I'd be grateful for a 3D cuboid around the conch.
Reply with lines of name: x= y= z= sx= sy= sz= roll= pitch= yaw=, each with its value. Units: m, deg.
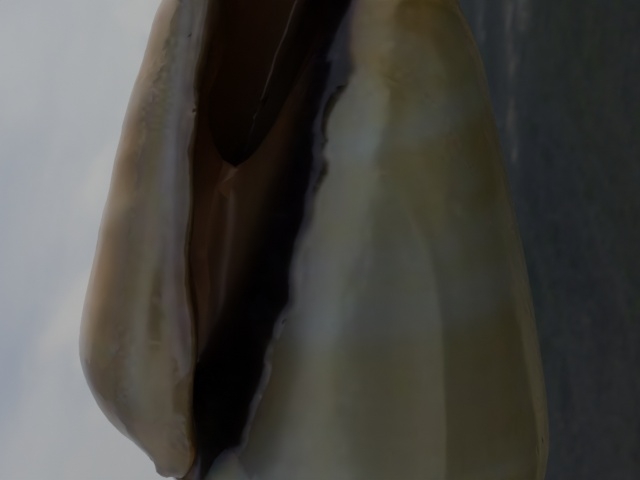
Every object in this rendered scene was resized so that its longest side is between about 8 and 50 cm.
conch: x=-0.003 y=0.003 z=0.504 sx=0.127 sy=0.158 sz=0.255 roll=151 pitch=121 yaw=-71
